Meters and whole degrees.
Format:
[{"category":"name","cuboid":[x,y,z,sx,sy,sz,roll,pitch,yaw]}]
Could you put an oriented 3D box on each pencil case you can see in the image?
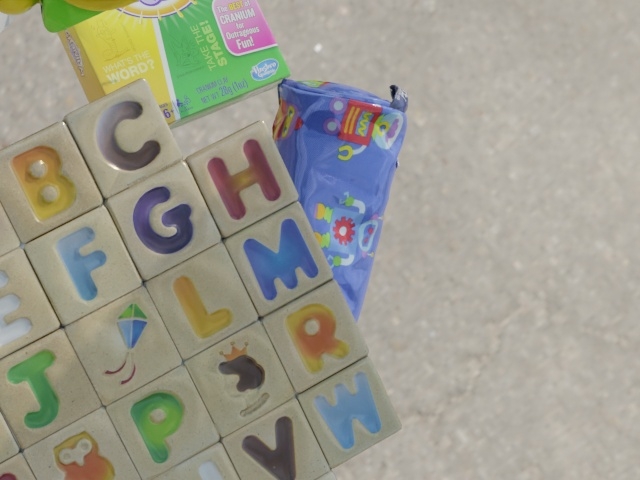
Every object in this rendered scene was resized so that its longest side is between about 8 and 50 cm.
[{"category":"pencil case","cuboid":[0.000,0.000,1.491,0.133,0.119,0.306,7,96,-35]}]

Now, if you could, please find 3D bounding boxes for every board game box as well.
[{"category":"board game box","cuboid":[-0.210,-0.296,1.965,0.242,0.064,0.317,-25,89,-26]}]

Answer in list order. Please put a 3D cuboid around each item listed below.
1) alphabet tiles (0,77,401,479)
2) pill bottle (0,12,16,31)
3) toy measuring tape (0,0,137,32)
[{"category":"alphabet tiles","cuboid":[-0.112,0.089,1.010,0.285,0.011,0.343,-28,104,-14]},{"category":"pill bottle","cuboid":[-0.510,-0.347,1.947,0.323,0.182,0.181,22,35,31]},{"category":"toy measuring tape","cuboid":[-0.120,-0.270,1.272,0.330,0.121,0.121,-24,69,2]}]
